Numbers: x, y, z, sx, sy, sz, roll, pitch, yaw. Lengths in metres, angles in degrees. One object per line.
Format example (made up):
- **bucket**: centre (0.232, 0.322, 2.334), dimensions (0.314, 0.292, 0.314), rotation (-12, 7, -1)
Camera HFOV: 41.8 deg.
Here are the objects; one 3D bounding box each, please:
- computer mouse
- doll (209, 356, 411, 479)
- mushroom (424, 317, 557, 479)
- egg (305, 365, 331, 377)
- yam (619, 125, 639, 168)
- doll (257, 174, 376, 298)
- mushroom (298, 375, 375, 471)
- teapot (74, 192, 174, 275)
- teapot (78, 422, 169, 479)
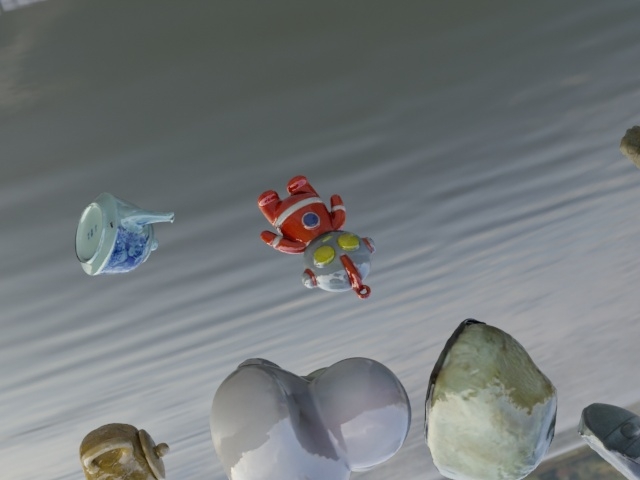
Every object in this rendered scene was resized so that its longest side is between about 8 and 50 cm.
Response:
- **computer mouse**: centre (0.625, 0.408, 1.689), dimensions (0.114, 0.203, 0.374), rotation (-50, 151, 0)
- **doll**: centre (-0.001, 0.218, 1.000), dimensions (0.221, 0.221, 0.251), rotation (-28, 144, 18)
- **mushroom**: centre (0.265, 0.265, 1.272), dimensions (0.164, 0.266, 0.190), rotation (14, -159, 28)
- **egg**: centre (0.028, 0.342, 1.684), dimensions (0.183, 0.183, 0.217), rotation (-32, -170, 29)
- **yam**: centre (0.644, -0.104, 1.473), dimensions (0.067, 0.317, 0.071), rotation (-30, 134, -6)
- **doll**: centre (0.000, 0.000, 1.741), dimensions (0.200, 0.336, 0.105), rotation (-27, 148, -17)
- **mushroom**: centre (-0.011, 0.349, 1.407), dimensions (0.244, 0.243, 0.243), rotation (-19, 162, -7)
- **teapot**: centre (-0.381, -0.002, 1.613), dimensions (0.159, 0.158, 0.232), rotation (-2, 154, -45)
- **teapot**: centre (-0.400, 0.468, 1.767), dimensions (0.167, 0.203, 0.311), rotation (-26, 150, -7)
